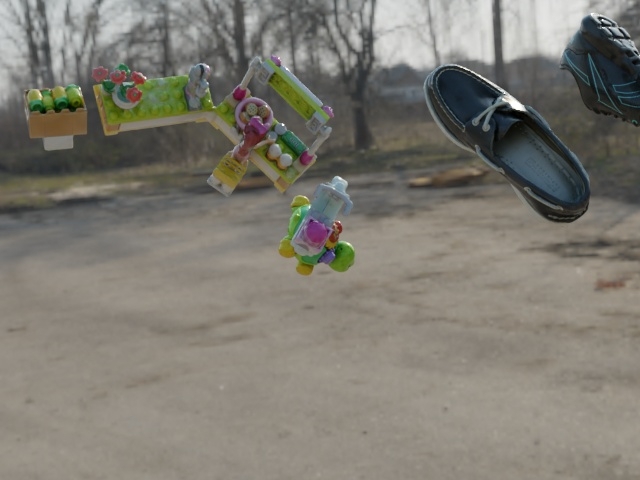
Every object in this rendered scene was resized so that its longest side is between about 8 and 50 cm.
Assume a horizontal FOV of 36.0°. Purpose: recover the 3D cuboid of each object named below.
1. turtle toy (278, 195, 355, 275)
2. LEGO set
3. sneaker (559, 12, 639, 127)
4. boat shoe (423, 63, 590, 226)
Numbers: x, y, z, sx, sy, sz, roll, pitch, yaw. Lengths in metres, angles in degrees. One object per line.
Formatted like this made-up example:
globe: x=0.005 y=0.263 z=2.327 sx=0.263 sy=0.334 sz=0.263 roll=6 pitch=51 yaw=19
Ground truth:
turtle toy: x=0.000 y=0.000 z=1.357 sx=0.066 sy=0.095 sz=0.130 roll=-4 pitch=-33 yaw=31
LEGO set: x=-0.095 y=-0.102 z=0.817 sx=0.287 sy=0.132 sz=0.107 roll=24 pitch=-23 yaw=-10
sneaker: x=0.471 y=-0.223 z=1.500 sx=0.101 sy=0.267 sz=0.106 roll=-7 pitch=-34 yaw=-46
boat shoe: x=0.268 y=-0.150 z=1.393 sx=0.114 sy=0.302 sz=0.091 roll=-46 pitch=-11 yaw=-7
